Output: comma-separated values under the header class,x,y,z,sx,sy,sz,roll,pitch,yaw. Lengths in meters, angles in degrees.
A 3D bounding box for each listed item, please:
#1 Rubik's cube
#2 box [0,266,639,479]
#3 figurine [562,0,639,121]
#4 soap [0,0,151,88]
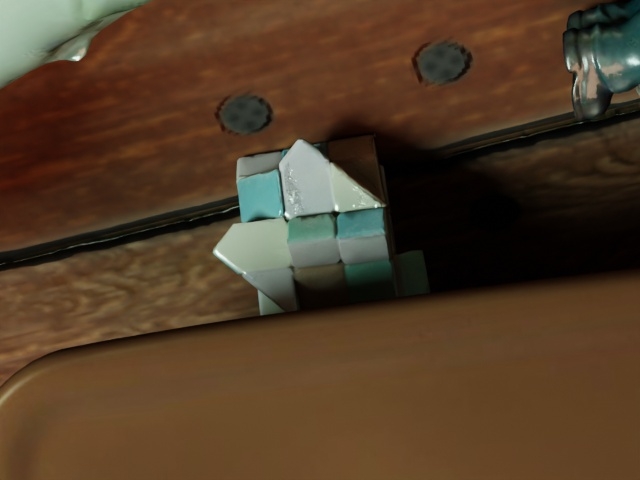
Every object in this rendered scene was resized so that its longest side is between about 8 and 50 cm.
class,x,y,z,sx,sy,sz,roll,pitch,yaw
Rubik's cube,-0.001,0.002,0.575,0.075,0.073,0.084,-20,132,17
box,0.053,0.151,0.549,0.339,0.239,0.229,-8,163,7
figurine,0.157,-0.084,0.508,0.136,0.077,0.079,2,116,16
soap,-0.040,-0.216,0.317,0.446,0.156,0.261,-25,128,22
